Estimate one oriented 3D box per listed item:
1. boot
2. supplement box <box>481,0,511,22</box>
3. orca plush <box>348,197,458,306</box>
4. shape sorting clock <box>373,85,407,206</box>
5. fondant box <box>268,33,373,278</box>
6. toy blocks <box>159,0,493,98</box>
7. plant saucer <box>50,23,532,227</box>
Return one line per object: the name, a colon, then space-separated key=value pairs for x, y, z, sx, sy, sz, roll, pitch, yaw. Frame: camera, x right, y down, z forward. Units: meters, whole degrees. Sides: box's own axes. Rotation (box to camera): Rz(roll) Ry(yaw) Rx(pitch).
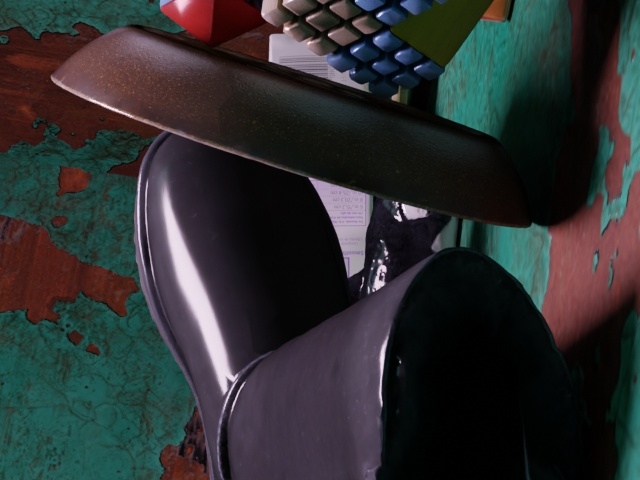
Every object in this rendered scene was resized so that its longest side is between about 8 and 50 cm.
boot: x=0.002 y=0.062 z=1.024 sx=0.445 sy=0.146 sz=0.367 roll=147 pitch=107 yaw=-77
supplement box: x=0.117 y=-0.282 z=1.238 sx=0.078 sy=0.080 sz=0.233 roll=-111 pitch=32 yaw=-74
orca plush: x=0.038 y=0.069 z=1.360 sx=0.151 sy=0.102 sz=0.287 roll=-94 pitch=13 yaw=-66
shape sorting clock: x=0.070 y=-0.099 z=1.606 sx=0.206 sy=0.040 sz=0.206 roll=-179 pitch=90 yaw=-88
fondant box: x=0.000 y=0.000 z=1.606 sx=0.238 sy=0.096 sz=0.330 roll=-92 pitch=0 yaw=-61
toy blocks: x=0.045 y=-0.209 z=0.962 sx=0.381 sy=0.191 sz=0.260 roll=-19 pitch=53 yaw=40
plant saucer: x=-0.010 y=-0.077 z=1.059 sx=0.310 sy=0.311 sz=0.050 roll=-119 pitch=46 yaw=-81
